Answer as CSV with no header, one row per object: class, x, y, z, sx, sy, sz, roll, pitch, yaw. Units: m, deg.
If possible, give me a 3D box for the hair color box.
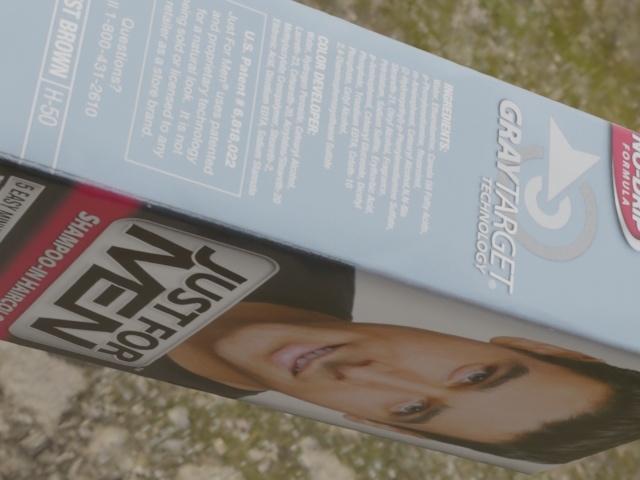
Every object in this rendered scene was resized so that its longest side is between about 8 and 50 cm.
hair color box,0.000,0.000,0.630,0.374,0.185,0.114,17,63,-23
